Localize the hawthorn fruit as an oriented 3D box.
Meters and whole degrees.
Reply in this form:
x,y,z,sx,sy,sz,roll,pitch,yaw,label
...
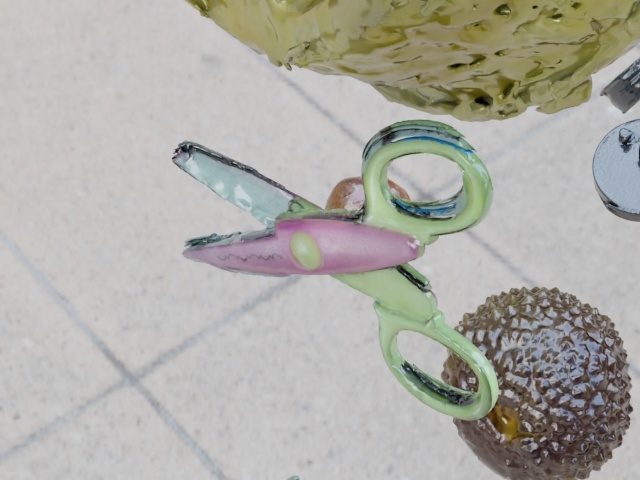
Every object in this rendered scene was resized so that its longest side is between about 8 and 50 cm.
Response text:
x,y,z,sx,sy,sz,roll,pitch,yaw,label
0.038,-0.014,1.028,0.077,0.077,0.077,3,47,-3,hawthorn fruit

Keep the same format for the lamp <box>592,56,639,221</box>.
x,y,z,sx,sy,sz,roll,pitch,yaw,label
0.311,-0.092,1.159,0.130,0.371,0.108,-38,80,-3,lamp

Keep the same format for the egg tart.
x,y,z,sx,sy,sz,roll,pitch,yaw,label
-0.006,-0.176,0.510,0.132,0.345,0.345,-38,61,-24,egg tart

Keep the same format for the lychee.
x,y,z,sx,sy,sz,roll,pitch,yaw,label
0.294,0.183,1.716,0.267,0.267,0.267,3,47,-3,lychee

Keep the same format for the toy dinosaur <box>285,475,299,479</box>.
x,y,z,sx,sy,sz,roll,pitch,yaw,label
0.041,0.276,0.824,0.075,0.247,0.188,-30,25,-8,toy dinosaur

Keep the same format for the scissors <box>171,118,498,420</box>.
x,y,z,sx,sy,sz,roll,pitch,yaw,label
0.000,0.000,0.575,0.187,0.133,0.020,16,32,40,scissors
